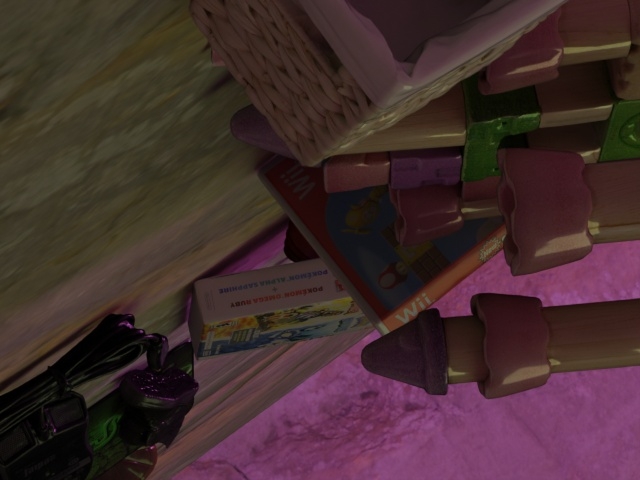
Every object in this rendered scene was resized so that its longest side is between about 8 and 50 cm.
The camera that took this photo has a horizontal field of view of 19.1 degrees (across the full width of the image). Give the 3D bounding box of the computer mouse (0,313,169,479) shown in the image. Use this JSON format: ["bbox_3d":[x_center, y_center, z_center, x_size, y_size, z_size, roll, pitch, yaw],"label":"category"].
[{"bbox_3d":[-0.209,0.136,1.571,0.184,0.060,0.262,-32,160,-15],"label":"computer mouse"}]

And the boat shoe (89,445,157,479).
[{"bbox_3d":[-0.278,0.275,2.042,0.223,0.080,0.073,-36,-157,-22],"label":"boat shoe"}]

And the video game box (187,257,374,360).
[{"bbox_3d":[-0.025,0.059,1.748,0.187,0.048,0.205,-13,169,-8],"label":"video game box"}]

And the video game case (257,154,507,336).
[{"bbox_3d":[0.110,-0.079,1.326,0.285,0.204,0.025,-38,132,0],"label":"video game case"}]

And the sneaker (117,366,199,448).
[{"bbox_3d":[-0.174,0.175,1.917,0.089,0.051,0.170,-54,165,12],"label":"sneaker"}]

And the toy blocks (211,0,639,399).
[{"bbox_3d":[0.072,-0.084,1.110,0.260,0.309,0.288,-5,158,-1],"label":"toy blocks"}]

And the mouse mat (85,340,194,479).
[{"bbox_3d":[-0.204,0.190,1.969,0.189,0.007,0.152,-36,155,-24],"label":"mouse mat"}]

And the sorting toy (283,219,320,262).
[{"bbox_3d":[0.000,0.000,1.732,0.102,0.061,0.042,6,142,-47],"label":"sorting toy"}]

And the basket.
[{"bbox_3d":[0.037,-0.122,0.886,0.167,0.113,0.103,-33,174,-34],"label":"basket"}]
